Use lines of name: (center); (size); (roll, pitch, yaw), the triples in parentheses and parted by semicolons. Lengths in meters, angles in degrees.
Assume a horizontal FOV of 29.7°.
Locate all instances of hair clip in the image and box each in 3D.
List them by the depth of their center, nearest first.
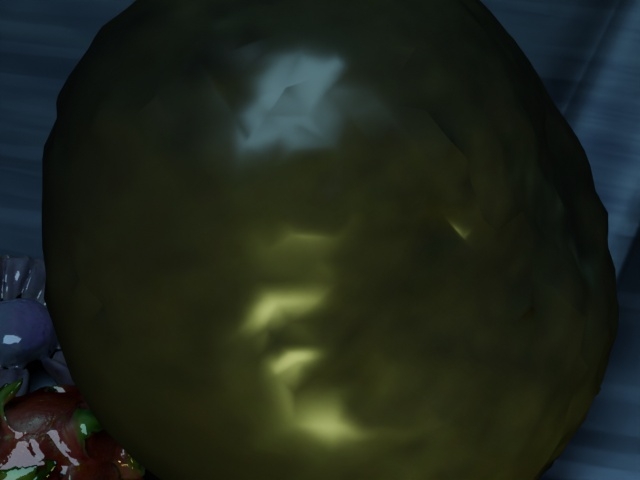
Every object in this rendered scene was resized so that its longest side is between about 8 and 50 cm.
hair clip: (-0.323, 0.105, 1.015); (0.300, 0.069, 0.173); (-24, 53, -14)

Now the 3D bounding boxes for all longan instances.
longan: (-0.001, 0.001, 0.853); (0.404, 0.436, 0.404); (-30, 29, 18)

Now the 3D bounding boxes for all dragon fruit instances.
dragon fruit: (-0.237, 0.188, 0.915); (0.235, 0.135, 0.137); (-24, 59, 8)
